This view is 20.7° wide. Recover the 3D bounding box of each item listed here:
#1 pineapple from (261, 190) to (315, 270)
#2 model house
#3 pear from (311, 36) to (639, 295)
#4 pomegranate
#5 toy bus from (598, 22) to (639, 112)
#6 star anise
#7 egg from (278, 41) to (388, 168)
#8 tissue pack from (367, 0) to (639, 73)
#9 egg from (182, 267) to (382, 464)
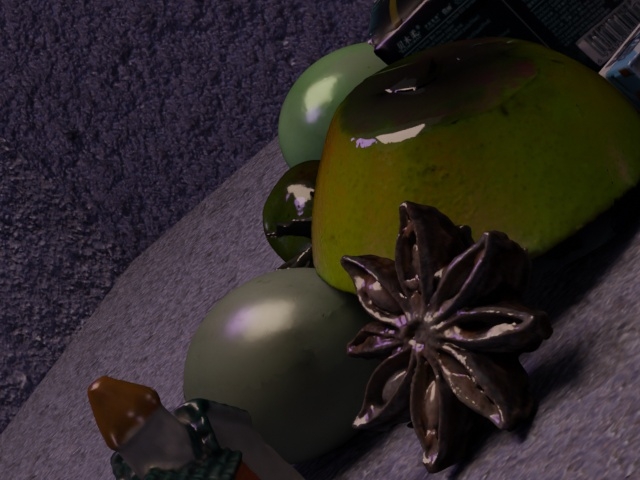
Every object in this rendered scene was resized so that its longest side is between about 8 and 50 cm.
[{"bbox_3d":[0.093,-0.053,2.221,0.364,0.165,0.165,-40,11,28],"label":"pineapple"},{"bbox_3d":[-0.131,0.253,1.578,0.190,0.301,0.271,-33,14,26],"label":"model house"},{"bbox_3d":[0.145,-0.099,1.785,0.399,0.165,0.399,-18,20,7],"label":"pear"},{"bbox_3d":[0.001,0.000,2.419,0.187,0.187,0.225,-87,18,-75],"label":"pomegranate"},{"bbox_3d":[0.424,-0.252,1.847,0.297,0.106,0.131,-49,7,-14],"label":"toy bus"},{"bbox_3d":[0.118,0.081,1.574,0.109,0.223,0.236,-6,22,-42],"label":"star anise"},{"bbox_3d":[0.059,-0.194,2.761,0.270,0.220,0.220,-40,9,-7],"label":"egg"},{"bbox_3d":[0.289,-0.333,2.266,0.416,0.264,0.253,-43,15,21],"label":"tissue pack"},{"bbox_3d":[-0.036,0.136,1.874,0.283,0.203,0.203,-29,19,48],"label":"egg"}]
